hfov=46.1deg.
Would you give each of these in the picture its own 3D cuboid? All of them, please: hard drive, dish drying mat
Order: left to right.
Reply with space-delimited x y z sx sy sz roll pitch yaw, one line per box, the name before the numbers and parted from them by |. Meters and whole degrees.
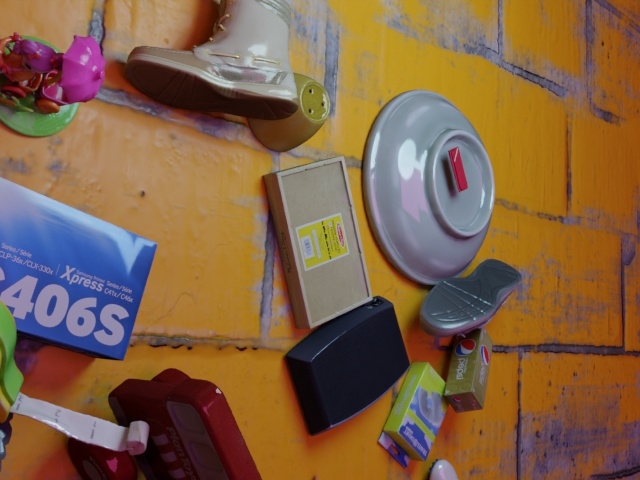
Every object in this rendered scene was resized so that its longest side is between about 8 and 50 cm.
hard drive | 0.060 0.215 1.324 0.254 0.054 0.172 -27 106 -42
dish drying mat | 0.266 -0.136 1.446 0.032 0.008 0.083 -28 106 -43

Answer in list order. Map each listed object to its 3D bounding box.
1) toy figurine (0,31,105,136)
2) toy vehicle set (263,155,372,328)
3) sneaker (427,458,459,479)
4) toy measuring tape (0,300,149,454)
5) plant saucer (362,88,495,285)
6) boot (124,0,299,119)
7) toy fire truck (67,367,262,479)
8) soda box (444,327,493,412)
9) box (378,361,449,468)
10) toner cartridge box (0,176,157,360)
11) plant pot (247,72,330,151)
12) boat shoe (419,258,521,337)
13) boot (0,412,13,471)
toy figurine | -0.332 -0.209 0.897 0.173 0.159 0.130 24 71 -40
toy vehicle set | 0.000 0.000 1.294 0.166 0.035 0.267 -18 100 -44
sneaker | 0.274 0.539 1.490 0.085 0.086 0.237 -29 105 -40
toy measuring tape | -0.319 0.128 0.787 0.330 0.121 0.121 24 69 -17
plant saucer | 0.251 -0.110 1.506 0.400 0.100 0.401 5 83 -45
boot | -0.157 -0.299 1.122 0.261 0.095 0.204 6 70 -24
toy fire truck | -0.161 0.309 0.959 0.169 0.253 0.302 -33 110 -40
soda box | 0.301 0.257 1.519 0.058 0.061 0.181 55 36 -28
box | 0.186 0.336 1.448 0.109 0.042 0.178 49 55 -30
toner cartridge box | -0.375 0.021 0.897 0.347 0.075 0.165 26 68 -40
plant pot | -0.040 -0.218 1.230 0.134 0.095 0.134 4 84 -45
boat shoe | 0.301 0.132 1.528 0.320 0.118 0.103 -27 141 -49
boot | -0.555 0.224 0.673 0.445 0.146 0.367 35 62 -32
